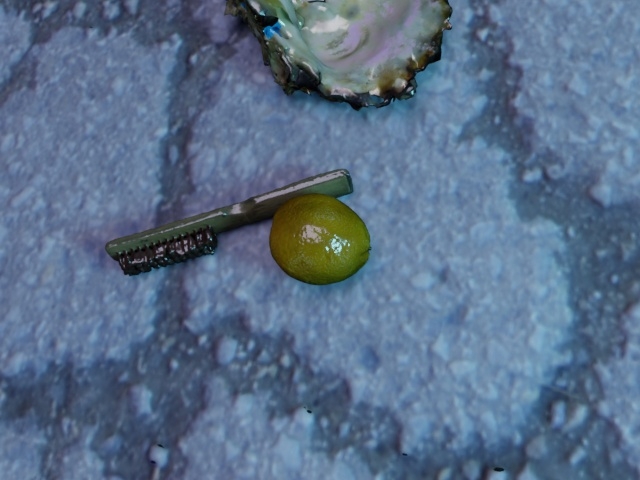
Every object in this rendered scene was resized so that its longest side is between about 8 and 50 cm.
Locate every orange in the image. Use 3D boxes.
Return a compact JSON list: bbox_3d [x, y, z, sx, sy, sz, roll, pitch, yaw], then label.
[{"bbox_3d":[0.000,0.000,0.829,0.095,0.085,0.085,14,72,3],"label":"orange"}]

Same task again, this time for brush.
[{"bbox_3d":[-0.085,-0.014,0.875,0.247,0.043,0.036,-17,73,4],"label":"brush"}]

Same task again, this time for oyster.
[{"bbox_3d":[0.006,-0.236,0.922,0.259,0.092,0.198,19,74,9],"label":"oyster"}]
